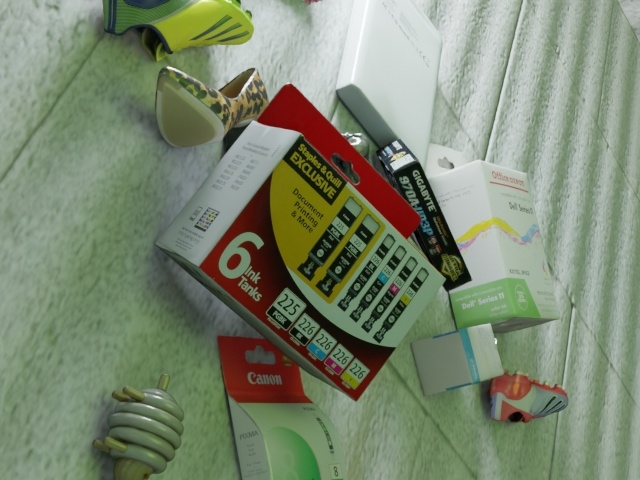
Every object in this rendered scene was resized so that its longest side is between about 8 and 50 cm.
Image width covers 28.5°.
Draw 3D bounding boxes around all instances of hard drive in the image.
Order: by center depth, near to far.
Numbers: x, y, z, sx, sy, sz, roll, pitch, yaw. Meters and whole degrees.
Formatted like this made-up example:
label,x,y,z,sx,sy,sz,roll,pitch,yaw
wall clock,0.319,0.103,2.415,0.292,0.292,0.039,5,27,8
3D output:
label,x,y,z,sx,sy,sz,roll,pitch,yaw
hard drive,0.126,-0.306,2.198,0.233,0.047,0.353,48,37,-34

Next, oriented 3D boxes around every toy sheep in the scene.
label,x,y,z,sx,sy,sz,roll,pitch,yaw
toy sheep,-0.191,0.204,1.366,0.091,0.091,0.132,40,60,-41

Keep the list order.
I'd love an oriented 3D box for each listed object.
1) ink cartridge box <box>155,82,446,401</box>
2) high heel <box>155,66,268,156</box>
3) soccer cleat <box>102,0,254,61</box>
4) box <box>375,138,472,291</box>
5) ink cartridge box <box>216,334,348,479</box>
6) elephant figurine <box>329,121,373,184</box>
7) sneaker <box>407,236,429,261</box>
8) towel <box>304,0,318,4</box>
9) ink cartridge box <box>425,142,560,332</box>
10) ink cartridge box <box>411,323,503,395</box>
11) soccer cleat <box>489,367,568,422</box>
label,x,y,z,sx,sy,sz,roll,pitch,yaw
ink cartridge box,0.000,0.000,1.592,0.309,0.130,0.272,43,79,-33
high heel,-0.143,-0.202,1.645,0.261,0.093,0.186,55,37,-56
soccer cleat,-0.190,-0.289,1.664,0.289,0.093,0.121,10,96,-61
box,0.165,-0.043,2.031,0.175,0.051,0.220,-110,174,-74
ink cartridge box,-0.044,0.229,1.622,0.181,0.056,0.224,12,65,-57
elephant figurine,-0.016,-0.034,1.743,0.186,0.169,0.239,19,56,0
sneaker,0.112,-0.005,1.990,0.212,0.080,0.094,51,24,-29
towel,-0.064,-0.473,1.999,0.197,0.029,0.144,24,54,-52
ink cartridge box,0.301,-0.019,2.249,0.207,0.119,0.353,7,68,-57
ink cartridge box,0.227,0.191,2.041,0.143,0.092,0.090,-2,76,-58
soccer cleat,0.367,0.289,2.246,0.248,0.083,0.095,25,78,-55
